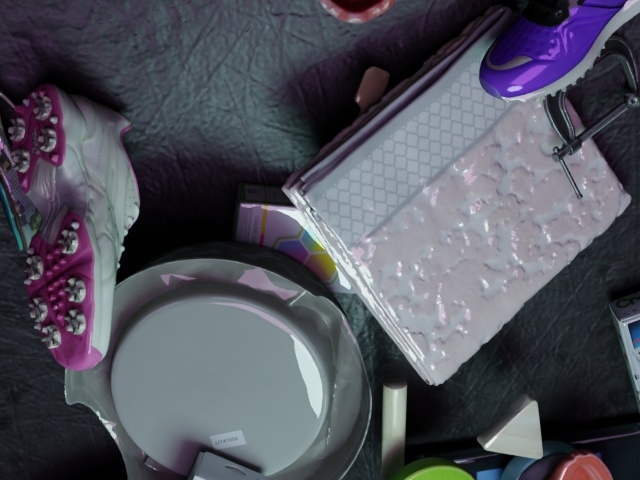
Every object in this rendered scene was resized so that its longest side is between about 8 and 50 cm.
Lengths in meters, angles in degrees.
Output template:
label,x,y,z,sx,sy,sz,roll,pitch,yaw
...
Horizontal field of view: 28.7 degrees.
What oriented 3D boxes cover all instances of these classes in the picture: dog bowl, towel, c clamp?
label,x,y,z,sx,sy,sz,roll,pitch,yaw
dog bowl,-0.112,0.157,1.443,0.349,0.102,0.348,2,115,4
towel,0.167,-0.047,1.410,0.332,0.053,0.317,-42,117,-8
c clamp,0.310,-0.149,1.417,0.161,0.022,0.137,-42,112,-17

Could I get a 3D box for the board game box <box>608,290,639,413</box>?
label,x,y,z,sx,sy,sz,roll,pitch,yaw
board game box,0.537,0.114,1.589,0.305,0.053,0.193,-20,119,4

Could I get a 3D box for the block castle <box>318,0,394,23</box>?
label,x,y,z,sx,sy,sz,roll,pitch,yaw
block castle,-0.014,-0.454,1.142,0.303,0.213,0.453,-41,115,15

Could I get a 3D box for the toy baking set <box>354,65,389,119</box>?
label,x,y,z,sx,sy,sz,roll,pitch,yaw
toy baking set,0.077,-0.061,1.418,0.197,0.030,0.256,-44,117,-13

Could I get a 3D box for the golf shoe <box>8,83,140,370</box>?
label,x,y,z,sx,sy,sz,roll,pitch,yaw
golf shoe,-0.241,-0.015,1.331,0.115,0.306,0.140,-15,167,40

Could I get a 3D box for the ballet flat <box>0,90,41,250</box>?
label,x,y,z,sx,sy,sz,roll,pitch,yaw
ballet flat,-0.341,-0.091,1.384,0.079,0.077,0.221,-28,119,-14

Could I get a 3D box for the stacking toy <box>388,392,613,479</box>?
label,x,y,z,sx,sy,sz,roll,pitch,yaw
stacking toy,0.200,0.328,1.599,0.309,0.130,0.279,-34,118,-4

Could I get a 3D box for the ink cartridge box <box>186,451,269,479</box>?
label,x,y,z,sx,sy,sz,roll,pitch,yaw
ink cartridge box,-0.122,0.314,1.431,0.088,0.052,0.122,22,113,-6

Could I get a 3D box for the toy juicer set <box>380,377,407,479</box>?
label,x,y,z,sx,sy,sz,roll,pitch,yaw
toy juicer set,-0.014,0.188,1.555,0.329,0.089,0.209,20,114,-5

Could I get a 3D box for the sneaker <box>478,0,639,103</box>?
label,x,y,z,sx,sy,sz,roll,pitch,yaw
sneaker,0.264,-0.273,1.279,0.293,0.102,0.146,-40,132,-3

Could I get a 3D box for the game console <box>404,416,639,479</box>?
label,x,y,z,sx,sy,sz,roll,pitch,yaw
game console,0.306,0.414,1.733,0.387,0.060,0.342,-9,119,-3

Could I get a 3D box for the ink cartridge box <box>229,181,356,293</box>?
label,x,y,z,sx,sy,sz,roll,pitch,yaw
ink cartridge box,0.000,0.000,1.472,0.209,0.062,0.109,5,116,-10
